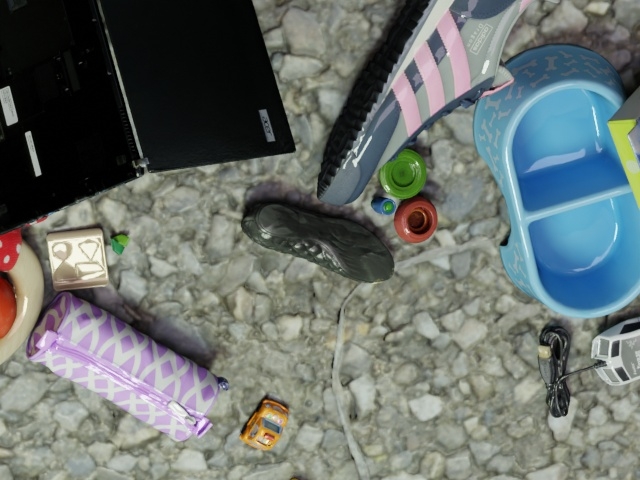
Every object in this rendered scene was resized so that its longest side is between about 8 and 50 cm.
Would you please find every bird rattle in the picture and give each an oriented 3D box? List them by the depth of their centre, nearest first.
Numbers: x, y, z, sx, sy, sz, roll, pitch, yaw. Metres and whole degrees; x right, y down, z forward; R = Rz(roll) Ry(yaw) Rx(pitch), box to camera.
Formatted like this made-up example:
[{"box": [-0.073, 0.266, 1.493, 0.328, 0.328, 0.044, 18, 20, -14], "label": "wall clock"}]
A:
[{"box": [-0.353, 0.040, 1.804, 0.253, 0.143, 0.207, -52, 143, -22], "label": "bird rattle"}]

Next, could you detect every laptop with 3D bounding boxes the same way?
[{"box": [-0.195, -0.151, 1.731, 0.264, 0.136, 0.234, -21, 77, 22], "label": "laptop"}]

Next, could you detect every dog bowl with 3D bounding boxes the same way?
[{"box": [0.258, -0.052, 1.888, 0.166, 0.074, 0.297, -16, 114, -2], "label": "dog bowl"}]

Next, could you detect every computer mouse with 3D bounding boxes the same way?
[{"box": [0.331, 0.122, 1.994, 0.193, 0.042, 0.106, -15, 110, 3], "label": "computer mouse"}]

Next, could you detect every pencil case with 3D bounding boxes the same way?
[{"box": [-0.201, 0.133, 1.882, 0.206, 0.088, 0.086, 30, 111, -19], "label": "pencil case"}]

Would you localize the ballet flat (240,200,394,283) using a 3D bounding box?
[{"box": [0.000, 0.000, 1.890, 0.173, 0.049, 0.057, 23, 75, -22], "label": "ballet flat"}]

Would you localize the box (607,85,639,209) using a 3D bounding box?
[{"box": [0.351, -0.111, 1.839, 0.178, 0.042, 0.109, -44, 121, -35], "label": "box"}]

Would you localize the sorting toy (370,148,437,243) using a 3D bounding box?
[{"box": [0.081, -0.045, 1.884, 0.061, 0.042, 0.102, -22, 104, -17], "label": "sorting toy"}]

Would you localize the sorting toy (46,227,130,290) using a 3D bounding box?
[{"box": [-0.233, 0.017, 1.867, 0.083, 0.012, 0.062, -6, 109, -3], "label": "sorting toy"}]

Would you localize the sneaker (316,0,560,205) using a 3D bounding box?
[{"box": [0.116, -0.151, 1.799, 0.131, 0.112, 0.319, 28, 107, -16], "label": "sneaker"}]

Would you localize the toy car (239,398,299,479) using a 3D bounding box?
[{"box": [-0.035, 0.228, 1.977, 0.060, 0.040, 0.122, -39, 113, 8], "label": "toy car"}]
